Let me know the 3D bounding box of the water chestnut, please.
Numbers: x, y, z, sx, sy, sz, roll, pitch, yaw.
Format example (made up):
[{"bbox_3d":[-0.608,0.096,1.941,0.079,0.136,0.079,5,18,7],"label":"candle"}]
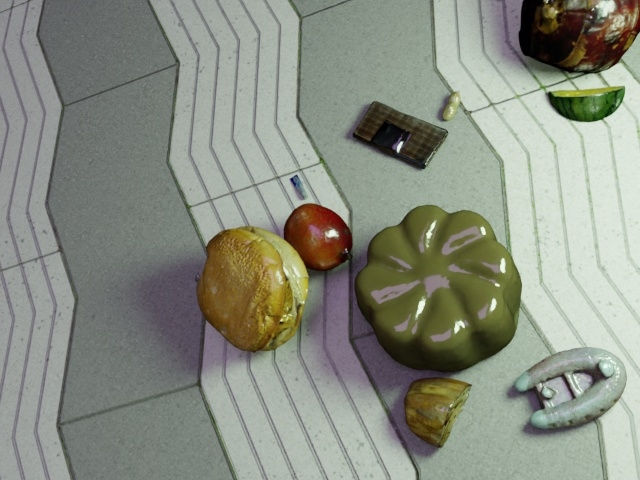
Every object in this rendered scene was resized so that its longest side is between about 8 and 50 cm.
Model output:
[{"bbox_3d":[0.662,-0.569,1.803,0.347,0.335,0.335,-3,63,-17],"label":"water chestnut"}]

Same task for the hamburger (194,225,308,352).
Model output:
[{"bbox_3d":[-0.173,0.115,1.788,0.314,0.170,0.290,34,111,33],"label":"hamburger"}]

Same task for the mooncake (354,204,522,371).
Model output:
[{"bbox_3d":[0.262,0.104,1.678,0.378,0.201,0.378,-6,66,14],"label":"mooncake"}]

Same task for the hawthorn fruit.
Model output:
[{"bbox_3d":[0.000,0.000,1.818,0.169,0.169,0.188,-46,51,-5],"label":"hawthorn fruit"}]

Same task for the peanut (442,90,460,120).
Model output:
[{"bbox_3d":[0.342,-0.350,1.936,0.037,0.037,0.083,14,76,22],"label":"peanut"}]

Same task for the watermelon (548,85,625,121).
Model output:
[{"bbox_3d":[0.660,-0.333,1.833,0.181,0.075,0.092,-3,23,14],"label":"watermelon"}]

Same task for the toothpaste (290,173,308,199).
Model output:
[{"bbox_3d":[-0.055,-0.144,1.985,0.024,0.015,0.083,-33,57,3],"label":"toothpaste"}]

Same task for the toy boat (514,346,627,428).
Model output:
[{"bbox_3d":[0.535,0.306,1.573,0.227,0.085,0.155,-22,63,7],"label":"toy boat"}]

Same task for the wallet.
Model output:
[{"bbox_3d":[0.207,-0.279,1.945,0.230,0.042,0.124,28,76,23],"label":"wallet"}]

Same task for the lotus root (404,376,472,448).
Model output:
[{"bbox_3d":[0.247,0.367,1.635,0.135,0.095,0.159,8,65,24],"label":"lotus root"}]
